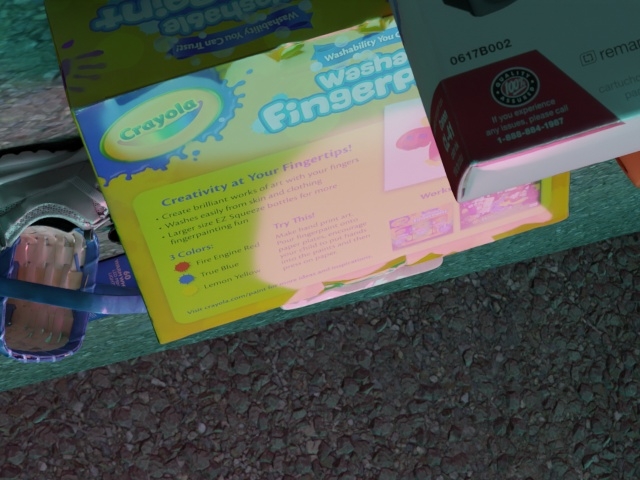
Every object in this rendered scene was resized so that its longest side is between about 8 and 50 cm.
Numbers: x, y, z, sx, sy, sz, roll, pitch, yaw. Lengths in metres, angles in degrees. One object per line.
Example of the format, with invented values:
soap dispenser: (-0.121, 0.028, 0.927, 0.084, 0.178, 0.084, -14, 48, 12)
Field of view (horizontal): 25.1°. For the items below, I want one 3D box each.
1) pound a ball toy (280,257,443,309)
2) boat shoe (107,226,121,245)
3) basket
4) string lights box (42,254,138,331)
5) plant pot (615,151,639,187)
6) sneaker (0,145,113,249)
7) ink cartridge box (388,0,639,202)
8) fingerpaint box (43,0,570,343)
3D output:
pound a ball toy: (0.000, 0.000, 2.239, 0.319, 0.135, 0.208, -15, -166, -15)
boat shoe: (-0.256, -0.021, 2.169, 0.142, 0.049, 0.040, -20, 170, 25)
basket: (-0.359, 0.064, 1.914, 0.289, 0.201, 0.255, 12, 179, 17)
string lights box: (-0.365, 0.083, 2.464, 0.260, 0.076, 0.133, -17, 171, -3)
plant pot: (0.520, -0.203, 2.095, 0.291, 0.203, 0.291, -17, 169, -3)
sneaker: (-0.272, -0.056, 1.723, 0.281, 0.115, 0.105, -12, 174, -19)
ink cartridge box: (0.166, -0.210, 1.116, 0.226, 0.306, 0.131, -18, 170, -1)
fingerpaint box: (0.006, -0.123, 1.364, 0.445, 0.163, 0.371, -18, 144, -4)
